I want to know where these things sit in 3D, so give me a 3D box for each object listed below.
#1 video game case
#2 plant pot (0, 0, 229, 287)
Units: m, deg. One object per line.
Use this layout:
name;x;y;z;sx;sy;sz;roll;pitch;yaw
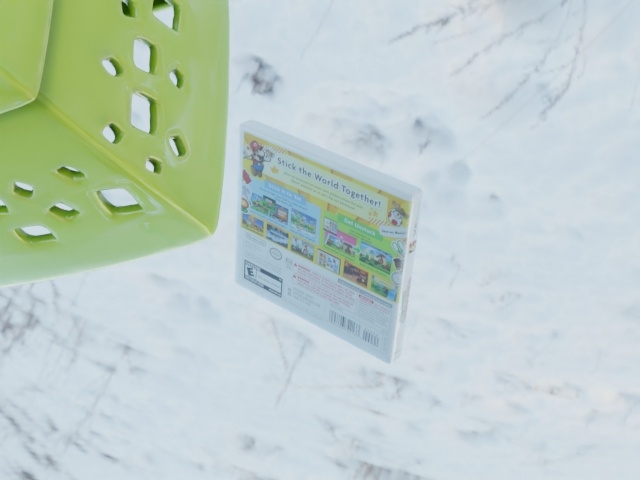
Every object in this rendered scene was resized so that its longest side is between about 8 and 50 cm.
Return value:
video game case;0.000;0.000;1.086;0.227;0.026;0.206;26;127;31
plant pot;-0.209;-0.118;0.680;0.227;0.228;0.207;-12;152;23
